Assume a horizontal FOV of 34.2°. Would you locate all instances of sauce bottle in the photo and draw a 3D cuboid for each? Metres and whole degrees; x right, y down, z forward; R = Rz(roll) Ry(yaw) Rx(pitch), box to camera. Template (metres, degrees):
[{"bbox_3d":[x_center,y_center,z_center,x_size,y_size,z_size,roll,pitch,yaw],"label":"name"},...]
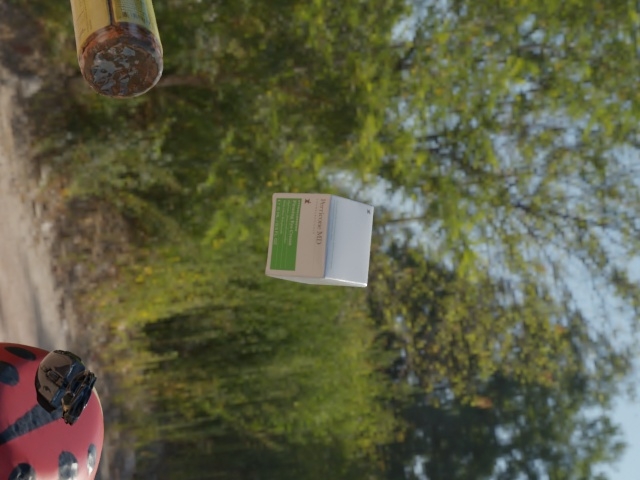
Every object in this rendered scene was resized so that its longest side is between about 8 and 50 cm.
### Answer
[{"bbox_3d":[-0.107,-0.126,0.531,0.042,0.042,0.128,88,-10,-49],"label":"sauce bottle"}]

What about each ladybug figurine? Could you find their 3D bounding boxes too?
[{"bbox_3d":[-0.419,0.267,1.391,0.305,0.162,0.449,56,11,-4],"label":"ladybug figurine"}]

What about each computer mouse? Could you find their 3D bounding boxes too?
[{"bbox_3d":[-0.289,0.159,1.152,0.071,0.041,0.242,-57,-164,-12],"label":"computer mouse"}]

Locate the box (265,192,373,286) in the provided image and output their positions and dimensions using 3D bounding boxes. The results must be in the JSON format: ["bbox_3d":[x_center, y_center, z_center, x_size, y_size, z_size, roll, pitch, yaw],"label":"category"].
[{"bbox_3d":[0.000,0.000,1.232,0.102,0.087,0.101,13,81,-57],"label":"box"}]
